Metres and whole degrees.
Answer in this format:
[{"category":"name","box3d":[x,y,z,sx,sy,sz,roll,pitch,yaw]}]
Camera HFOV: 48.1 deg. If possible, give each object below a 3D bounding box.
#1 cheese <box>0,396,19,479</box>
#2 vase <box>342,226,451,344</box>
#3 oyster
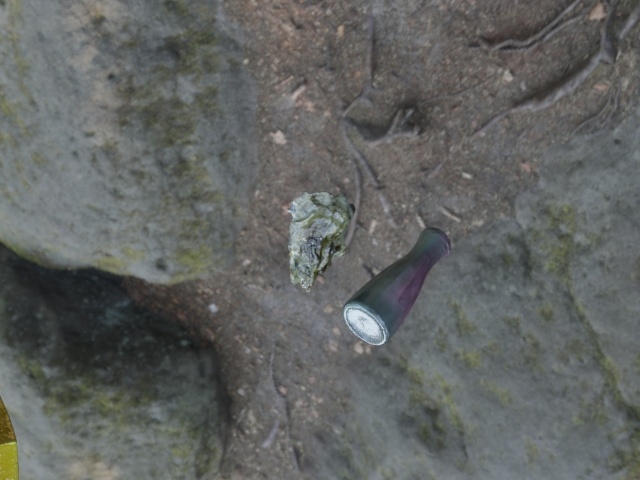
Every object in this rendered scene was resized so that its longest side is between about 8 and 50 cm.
[{"category":"cheese","box3d":[-0.547,0.299,1.140,0.171,0.093,0.126,52,140,35]},{"category":"vase","box3d":[0.128,0.063,1.123,0.086,0.214,0.086,29,144,24]},{"category":"oyster","box3d":[0.002,-0.002,1.085,0.053,0.108,0.166,50,141,43]}]
